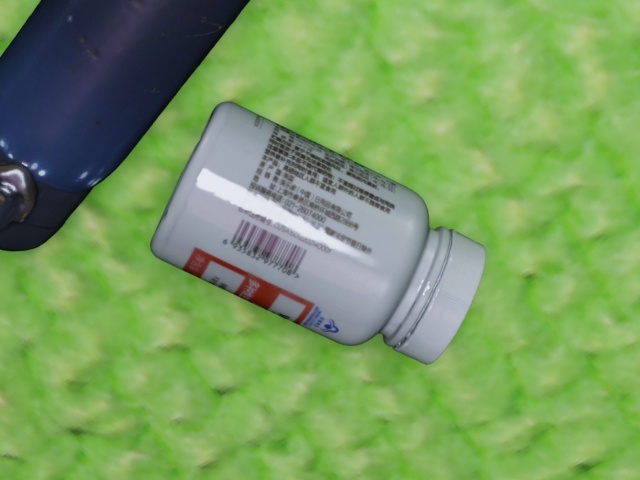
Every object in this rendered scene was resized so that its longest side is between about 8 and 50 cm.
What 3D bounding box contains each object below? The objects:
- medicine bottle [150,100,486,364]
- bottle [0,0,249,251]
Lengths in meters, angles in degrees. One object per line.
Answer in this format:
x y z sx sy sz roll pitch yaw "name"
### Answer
0.000 0.000 0.720 0.140 0.079 0.079 26 116 -7 "medicine bottle"
-0.081 -0.096 0.680 0.072 0.082 0.244 35 115 -14 "bottle"
